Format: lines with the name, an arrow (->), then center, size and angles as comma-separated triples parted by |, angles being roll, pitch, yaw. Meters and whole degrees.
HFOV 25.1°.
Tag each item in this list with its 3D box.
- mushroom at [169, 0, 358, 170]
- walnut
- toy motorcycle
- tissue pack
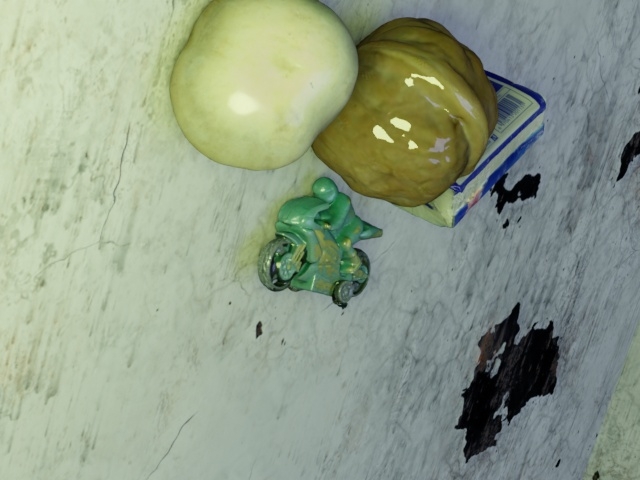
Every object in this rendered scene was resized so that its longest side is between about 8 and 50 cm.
mushroom -> -0.081, -0.222, 1.974 | 0.260, 0.234, 0.254 | -9, 90, -11
walnut -> 0.132, -0.195, 2.195 | 0.296, 0.285, 0.285 | -53, 147, -34
toy motorcycle -> 0.001, 0.000, 2.324 | 0.296, 0.109, 0.198 | 18, 86, -56
tissue pack -> 0.225, -0.162, 2.417 | 0.270, 0.209, 0.137 | -44, 144, -29
